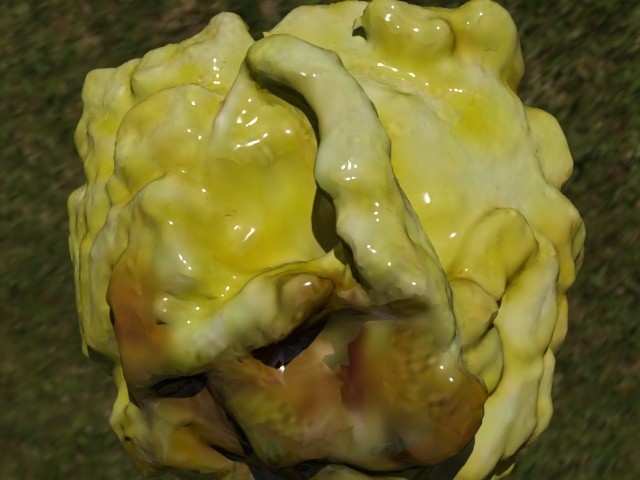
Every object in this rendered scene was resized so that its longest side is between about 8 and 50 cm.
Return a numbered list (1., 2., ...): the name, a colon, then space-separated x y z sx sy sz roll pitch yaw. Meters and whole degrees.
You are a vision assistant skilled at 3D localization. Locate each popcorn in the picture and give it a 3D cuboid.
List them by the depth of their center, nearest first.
1. popcorn: -0.003 0.006 0.967 0.293 0.237 0.293 18 137 18
